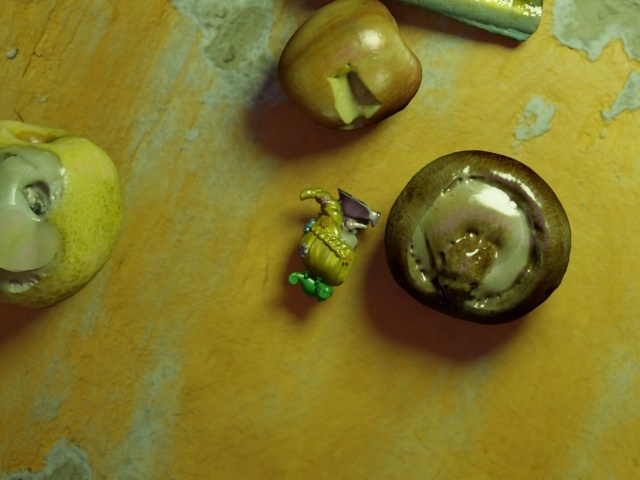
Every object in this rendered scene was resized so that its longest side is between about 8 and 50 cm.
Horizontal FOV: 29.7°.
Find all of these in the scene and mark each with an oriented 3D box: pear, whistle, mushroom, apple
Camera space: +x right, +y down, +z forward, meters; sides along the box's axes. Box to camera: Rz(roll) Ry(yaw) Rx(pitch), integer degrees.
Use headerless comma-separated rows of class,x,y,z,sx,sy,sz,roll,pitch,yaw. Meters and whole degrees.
pear,-0.410,-0.038,1.704,0.271,0.271,0.271,0,92,7
whistle,0.147,-0.349,1.667,0.327,0.057,0.067,14,70,-8
mushroom,0.214,-0.003,1.659,0.253,0.153,0.253,1,94,8
apple,0.035,-0.240,1.665,0.199,0.199,0.199,0,92,7

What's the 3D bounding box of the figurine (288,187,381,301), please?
figurine,0.000,0.000,1.713,0.115,0.095,0.156,28,91,-6
